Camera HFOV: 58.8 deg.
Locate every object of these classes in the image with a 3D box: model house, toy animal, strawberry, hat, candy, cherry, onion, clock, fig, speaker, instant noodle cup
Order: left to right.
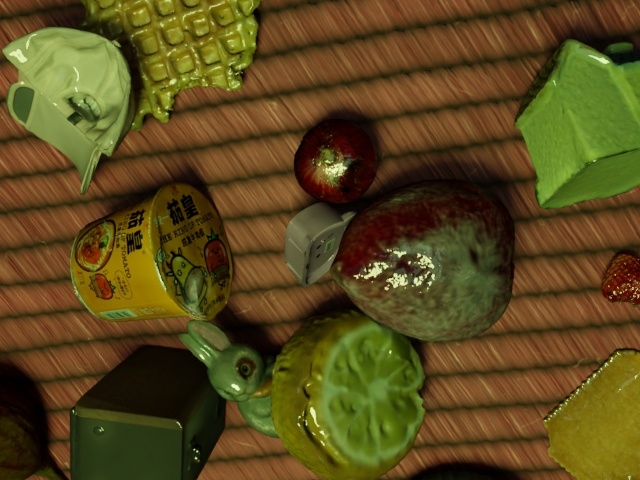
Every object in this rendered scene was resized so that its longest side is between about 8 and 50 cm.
[{"bbox_3d":[-0.564,0.383,1.009,0.217,0.217,0.320,-26,124,11],"label":"fig"},{"bbox_3d":[-0.357,-0.191,0.867,0.164,0.226,0.219,-42,86,-19],"label":"hat"},{"bbox_3d":[-0.261,0.031,0.877,0.172,0.216,0.215,-13,100,18],"label":"instant noodle cup"},{"bbox_3d":[-0.259,0.286,0.906,0.193,0.231,0.153,5,102,5],"label":"speaker"},{"bbox_3d":[-0.116,0.221,0.896,0.251,0.125,0.127,35,74,-26],"label":"toy animal"},{"bbox_3d":[0.000,0.000,0.872,0.110,0.152,0.050,-33,66,-23],"label":"clock"},{"bbox_3d":[0.024,-0.118,0.850,0.131,0.131,0.131,1,102,7],"label":"onion"},{"bbox_3d":[0.048,0.232,0.862,0.260,0.118,0.259,6,78,-30],"label":"candy"},{"bbox_3d":[0.151,0.027,0.810,0.301,0.203,0.230,-2,107,-19],"label":"cherry"},{"bbox_3d":[0.393,-0.172,0.786,0.214,0.195,0.189,-14,75,-5],"label":"model house"},{"bbox_3d":[0.464,0.060,0.860,0.074,0.073,0.083,3,89,6],"label":"strawberry"}]

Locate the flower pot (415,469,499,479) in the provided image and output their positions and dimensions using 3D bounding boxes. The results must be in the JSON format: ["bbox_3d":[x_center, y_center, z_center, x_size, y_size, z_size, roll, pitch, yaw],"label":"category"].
[{"bbox_3d":[0.237,0.478,0.925,0.243,0.157,0.189,2,100,5],"label":"flower pot"}]

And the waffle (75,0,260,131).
[{"bbox_3d":[-0.233,-0.322,0.869,0.301,0.058,0.281,-40,94,14],"label":"waffle"}]

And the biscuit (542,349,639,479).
[{"bbox_3d":[0.505,0.320,0.934,0.237,0.013,0.232,40,103,-2],"label":"biscuit"}]
